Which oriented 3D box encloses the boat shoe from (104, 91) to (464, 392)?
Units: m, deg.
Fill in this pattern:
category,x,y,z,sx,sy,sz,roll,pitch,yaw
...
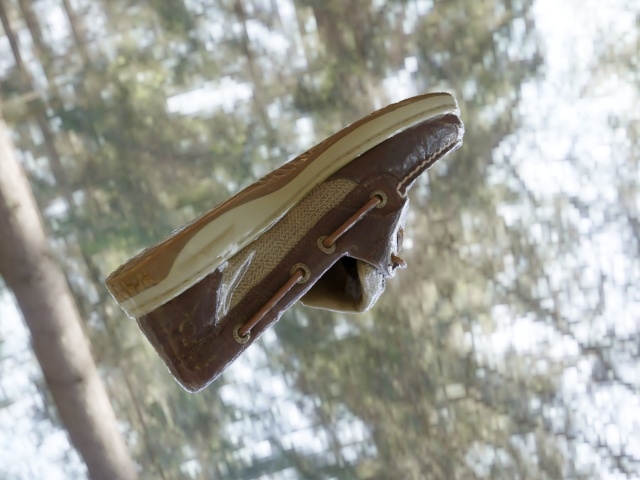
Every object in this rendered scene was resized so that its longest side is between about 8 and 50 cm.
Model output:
category,x,y,z,sx,sy,sz,roll,pitch,yaw
boat shoe,0.000,0.000,1.278,0.342,0.123,0.123,-33,-177,-42
